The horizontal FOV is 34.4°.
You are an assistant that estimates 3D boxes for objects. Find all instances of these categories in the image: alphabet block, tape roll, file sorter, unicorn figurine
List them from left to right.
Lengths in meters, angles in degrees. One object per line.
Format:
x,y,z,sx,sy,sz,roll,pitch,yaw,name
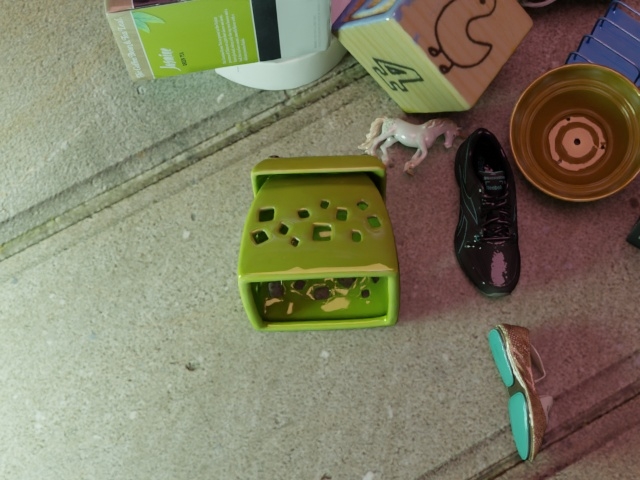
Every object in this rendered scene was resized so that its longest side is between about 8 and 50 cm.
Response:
-0.077,-0.395,1.710,0.286,0.100,0.286,0,73,0,tape roll
0.150,-0.159,1.652,0.162,0.060,0.111,24,75,8,unicorn figurine
0.170,-0.331,1.600,0.197,0.193,0.192,42,77,-24,alphabet block
0.483,-0.310,1.670,0.118,0.104,0.170,37,77,12,file sorter

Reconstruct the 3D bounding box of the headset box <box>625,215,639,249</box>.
0.581,-0.095,1.541,0.110,0.218,0.293,33,76,12,headset box

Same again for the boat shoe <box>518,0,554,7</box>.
0.334,-0.440,1.681,0.367,0.156,0.136,8,52,-34,boat shoe

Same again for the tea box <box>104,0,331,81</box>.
-0.167,-0.453,1.562,0.323,0.220,0.329,-9,72,-3,tea box

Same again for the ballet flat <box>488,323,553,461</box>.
0.307,0.220,1.529,0.067,0.073,0.206,-7,76,-16,ballet flat

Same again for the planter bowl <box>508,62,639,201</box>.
0.405,-0.162,1.623,0.217,0.090,0.217,-1,84,10,planter bowl

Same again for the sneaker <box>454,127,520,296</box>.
0.254,-0.046,1.592,0.101,0.106,0.267,-7,74,-2,sneaker

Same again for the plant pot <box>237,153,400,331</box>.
0.000,0.000,1.525,0.227,0.228,0.207,-2,67,2,plant pot

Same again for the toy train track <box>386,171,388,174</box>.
0.081,-0.081,1.653,0.048,0.014,0.083,34,76,11,toy train track
